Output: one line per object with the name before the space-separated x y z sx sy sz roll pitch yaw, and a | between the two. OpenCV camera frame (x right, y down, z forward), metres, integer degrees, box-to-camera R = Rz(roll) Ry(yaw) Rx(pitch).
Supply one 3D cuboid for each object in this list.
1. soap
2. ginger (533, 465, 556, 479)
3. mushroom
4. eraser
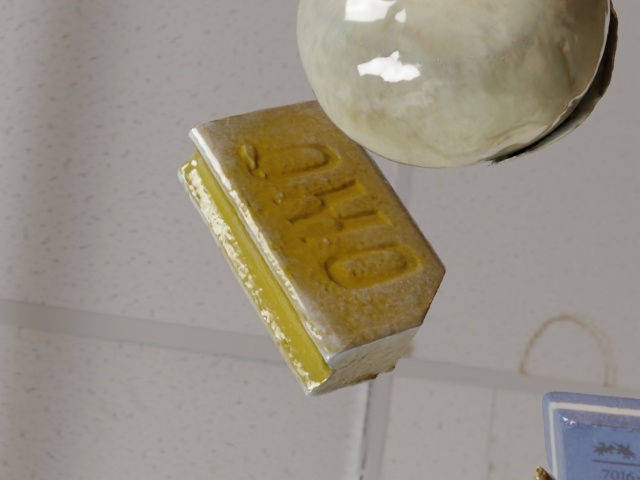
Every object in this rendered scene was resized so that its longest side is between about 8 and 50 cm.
soap | 0.000 0.000 1.045 0.140 0.073 0.232 -16 -122 -28
ginger | 0.268 0.321 1.640 0.057 0.044 0.137 47 -154 1
mushroom | 0.066 -0.100 0.649 0.154 0.154 0.122 -64 -25 -20
eraser | 0.277 0.162 1.003 0.036 0.225 0.082 -64 -28 -50
